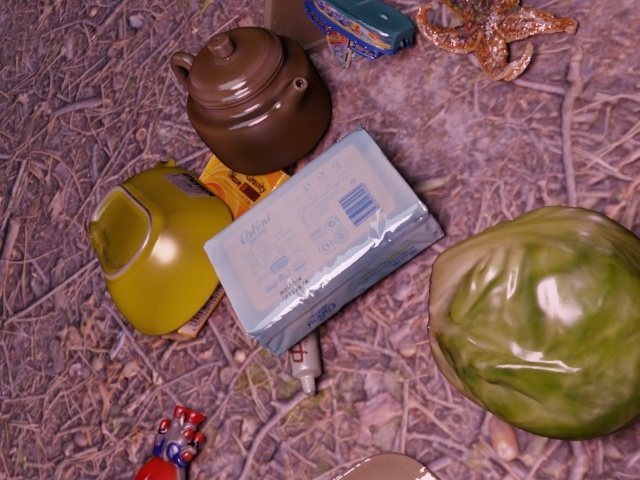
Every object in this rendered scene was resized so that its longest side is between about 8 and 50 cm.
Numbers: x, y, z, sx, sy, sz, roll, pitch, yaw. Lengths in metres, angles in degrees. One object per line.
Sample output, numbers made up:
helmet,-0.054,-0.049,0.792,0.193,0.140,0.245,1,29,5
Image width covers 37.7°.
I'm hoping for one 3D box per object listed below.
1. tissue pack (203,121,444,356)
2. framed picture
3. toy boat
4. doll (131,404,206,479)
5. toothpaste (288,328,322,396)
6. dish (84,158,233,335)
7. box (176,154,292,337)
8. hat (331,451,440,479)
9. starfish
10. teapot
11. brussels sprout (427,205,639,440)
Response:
tissue pack,0.000,0.000,1.171,0.263,0.089,0.177,-38,52,8
framed picture,-0.003,-0.406,1.397,0.209,0.019,0.281,-13,65,34
toy boat,0.040,-0.277,1.271,0.175,0.091,0.110,36,137,25
doll,-0.211,0.318,1.255,0.104,0.062,0.194,15,74,23
toothpaste,-0.028,0.090,1.213,0.060,0.038,0.233,-19,59,19
dish,-0.249,-0.006,1.320,0.221,0.108,0.262,-49,49,13
box,-0.154,-0.012,1.344,0.269,0.043,0.152,-55,49,7
hat,0.063,0.341,1.039,0.173,0.144,0.166,-20,47,-21
starfish,0.219,-0.269,1.165,0.210,0.053,0.150,10,92,35
teapot,-0.108,-0.211,1.271,0.268,0.175,0.185,18,64,37
brussels sprout,0.223,0.081,0.918,0.244,0.244,0.244,-15,64,33
